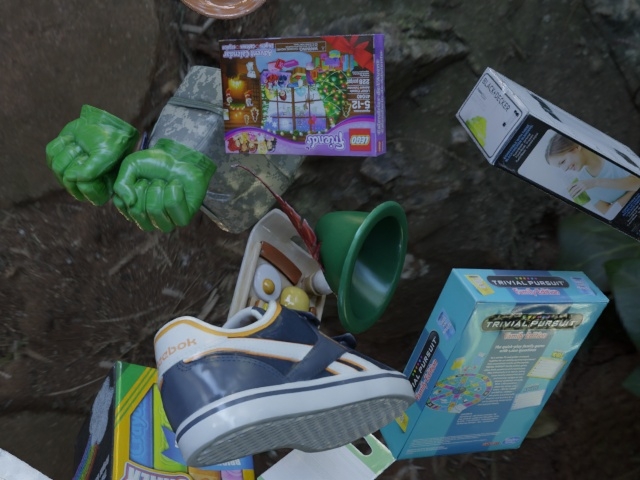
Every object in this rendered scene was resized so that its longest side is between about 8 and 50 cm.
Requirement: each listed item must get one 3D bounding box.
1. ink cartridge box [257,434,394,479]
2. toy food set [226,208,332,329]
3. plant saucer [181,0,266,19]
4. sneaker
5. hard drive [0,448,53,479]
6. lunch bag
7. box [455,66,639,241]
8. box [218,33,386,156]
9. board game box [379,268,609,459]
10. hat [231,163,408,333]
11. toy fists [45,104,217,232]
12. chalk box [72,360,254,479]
[{"bbox_3d":[0.015,0.471,1.653,0.235,0.056,0.171,-33,49,-27],"label":"ink cartridge box"},{"bbox_3d":[-0.049,0.123,1.522,0.219,0.092,0.306,39,47,-34],"label":"toy food set"},{"bbox_3d":[-0.165,-0.475,1.386,0.199,0.037,0.200,-1,122,-2],"label":"plant saucer"},{"bbox_3d":[-0.023,0.127,0.785,0.126,0.321,0.127,-40,62,21],"label":"sneaker"},{"bbox_3d":[-0.305,0.344,0.653,0.236,0.064,0.339,25,47,18],"label":"hard drive"},{"bbox_3d":[-0.206,-0.182,1.725,0.305,0.212,0.256,44,69,-49],"label":"lunch bag"},{"bbox_3d":[0.351,-0.123,1.184,0.290,0.169,0.087,23,115,-24],"label":"box"},{"bbox_3d":[-0.032,-0.250,1.425,0.293,0.057,0.201,3,105,24],"label":"box"},{"bbox_3d":[0.267,0.199,1.310,0.253,0.079,0.336,2,125,-27],"label":"board game box"},{"bbox_3d":[0.000,0.000,1.110,0.183,0.173,0.209,19,116,28],"label":"hat"},{"bbox_3d":[-0.306,-0.108,1.292,0.279,0.096,0.142,23,80,15],"label":"toy fists"},{"bbox_3d":[-0.187,0.318,0.962,0.179,0.180,0.289,16,37,-24],"label":"chalk box"}]
